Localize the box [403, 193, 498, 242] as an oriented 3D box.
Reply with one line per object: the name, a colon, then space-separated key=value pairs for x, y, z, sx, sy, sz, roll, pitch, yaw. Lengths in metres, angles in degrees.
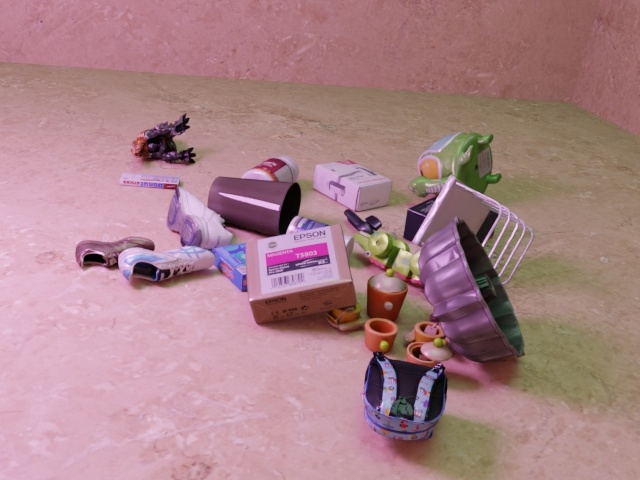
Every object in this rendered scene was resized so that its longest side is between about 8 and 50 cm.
box: x=0.395 y=-0.053 z=2.145 sx=0.184 sy=0.103 sz=0.261 roll=21 pitch=27 yaw=32

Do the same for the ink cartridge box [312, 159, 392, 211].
ink cartridge box: x=0.105 y=-0.184 z=2.350 sx=0.159 sy=0.092 sz=0.218 roll=-14 pitch=34 yaw=-39

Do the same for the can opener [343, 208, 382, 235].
can opener: x=0.120 y=-0.046 z=2.108 sx=0.073 sy=0.059 sz=0.186 roll=-30 pitch=26 yaw=-13

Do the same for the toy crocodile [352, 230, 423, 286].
toy crocodile: x=0.219 y=0.060 z=1.860 sx=0.341 sy=0.105 sz=0.115 roll=27 pitch=2 yaw=36

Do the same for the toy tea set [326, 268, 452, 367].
toy tea set: x=0.173 y=0.168 z=1.573 sx=0.200 sy=0.124 sz=0.336 roll=-14 pitch=32 yaw=-39

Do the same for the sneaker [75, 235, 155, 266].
sneaker: x=-0.500 y=0.038 z=1.745 sx=0.189 sy=0.066 sz=0.071 roll=-4 pitch=44 yaw=-13

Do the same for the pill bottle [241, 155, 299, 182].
pill bottle: x=-0.156 y=-0.193 z=2.255 sx=0.121 sy=0.121 sz=0.221 roll=16 pitch=26 yaw=16

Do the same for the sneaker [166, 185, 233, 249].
sneaker: x=-0.335 y=-0.052 z=1.950 sx=0.129 sy=0.111 sz=0.297 roll=8 pitch=27 yaw=-33

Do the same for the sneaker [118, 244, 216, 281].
sneaker: x=-0.362 y=0.062 z=1.712 sx=0.237 sy=0.085 sz=0.086 roll=-2 pitch=53 yaw=-29

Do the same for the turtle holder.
turtle holder: x=0.446 y=-0.224 z=2.428 sx=0.228 sy=0.243 sz=0.320 roll=9 pitch=60 yaw=40

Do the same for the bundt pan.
bundt pan: x=0.316 y=0.120 z=1.554 sx=0.124 sy=0.330 sz=0.331 roll=-26 pitch=17 yaw=19

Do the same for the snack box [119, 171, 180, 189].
snack box: x=-0.535 y=-0.188 z=2.246 sx=0.178 sy=0.022 sz=0.064 roll=5 pitch=24 yaw=-7

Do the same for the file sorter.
file sorter: x=0.404 y=-0.013 z=1.837 sx=0.173 sy=0.192 sz=0.278 roll=32 pitch=5 yaw=35

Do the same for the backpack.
backpack: x=0.149 y=0.298 z=1.296 sx=0.158 sy=0.116 sz=0.173 roll=11 pitch=24 yaw=5

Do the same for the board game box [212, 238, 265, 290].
board game box: x=-0.145 y=0.055 z=1.812 sx=0.210 sy=0.047 sz=0.160 roll=-10 pitch=30 yaw=-32

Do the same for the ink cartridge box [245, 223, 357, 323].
ink cartridge box: x=-0.048 y=0.073 z=1.627 sx=0.235 sy=0.088 sz=0.193 roll=-12 pitch=45 yaw=1

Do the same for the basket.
basket: x=-0.192 y=-0.103 z=2.026 sx=0.227 sy=0.154 sz=0.204 roll=10 pitch=26 yaw=12

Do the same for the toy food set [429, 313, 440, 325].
toy food set: x=0.300 y=0.190 z=1.690 sx=0.122 sy=0.019 sz=0.078 roll=-15 pitch=33 yaw=-41

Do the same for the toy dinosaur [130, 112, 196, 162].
toy dinosaur: x=-0.554 y=-0.325 z=2.447 sx=0.219 sy=0.164 sz=0.321 roll=-2 pitch=41 yaw=12

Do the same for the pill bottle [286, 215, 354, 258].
pill bottle: x=0.000 y=0.000 z=1.919 sx=0.170 sy=0.094 sz=0.094 roll=17 pitch=26 yaw=19
